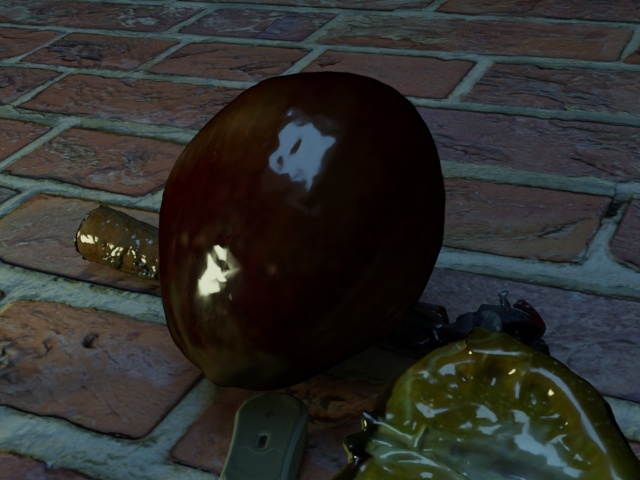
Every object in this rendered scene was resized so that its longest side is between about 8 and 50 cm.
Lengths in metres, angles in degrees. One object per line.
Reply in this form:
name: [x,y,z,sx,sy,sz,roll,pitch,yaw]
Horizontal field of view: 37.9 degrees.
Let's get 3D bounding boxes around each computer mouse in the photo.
computer mouse: [-0.063,0.252,1.064,0.089,0.056,0.182,-3,34,13]

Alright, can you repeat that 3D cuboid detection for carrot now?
carrot: [-0.266,0.014,1.464,0.263,0.102,0.102,14,37,29]

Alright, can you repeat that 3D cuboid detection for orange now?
orange: [0.151,0.267,0.846,0.271,0.210,0.369,9,33,21]

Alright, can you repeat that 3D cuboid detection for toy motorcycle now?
toy motorcycle: [0.198,0.114,1.208,0.213,0.082,0.122,10,37,25]

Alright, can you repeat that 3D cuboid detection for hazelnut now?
hazelnut: [-0.034,-0.002,1.163,0.421,0.353,0.421,-39,13,11]
